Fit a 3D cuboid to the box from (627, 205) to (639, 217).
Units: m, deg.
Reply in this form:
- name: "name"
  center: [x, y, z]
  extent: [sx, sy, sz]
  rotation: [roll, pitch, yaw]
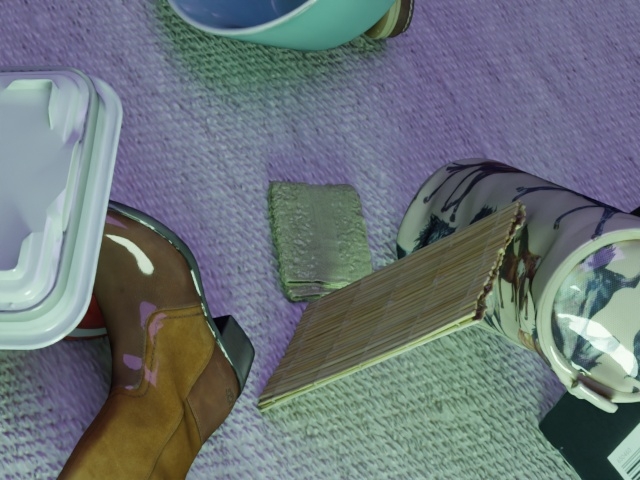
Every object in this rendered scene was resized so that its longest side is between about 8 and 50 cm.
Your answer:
- name: "box"
  center: [0.386, 0.012, 1.923]
  extent: [0.290, 0.169, 0.087]
  rotation: [-30, 68, -36]

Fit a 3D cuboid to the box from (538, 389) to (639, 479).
- name: "box"
  center: [0.481, 0.177, 1.806]
  extent: [0.395, 0.212, 0.293]
  rotation: [-24, 67, -34]

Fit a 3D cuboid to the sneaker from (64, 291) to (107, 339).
- name: "sneaker"
  center: [-0.246, 0.026, 1.657]
  extent: [0.221, 0.128, 0.087]
  rotation: [-3, 56, -25]

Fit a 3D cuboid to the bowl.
- name: "bowl"
  center: [-0.014, -0.337, 1.958]
  extent: [0.163, 0.311, 0.312]
  rotation: [31, 36, -49]

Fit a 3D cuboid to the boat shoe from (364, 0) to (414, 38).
- name: "boat shoe"
  center: [0.102, -0.372, 2.124]
  extent: [0.123, 0.123, 0.342]
  rotation: [11, 45, -15]

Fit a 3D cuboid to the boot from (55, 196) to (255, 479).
- name: "boot"
  center: [-0.191, 0.133, 1.576]
  extent: [0.264, 0.096, 0.280]
  rotation: [58, 40, -33]

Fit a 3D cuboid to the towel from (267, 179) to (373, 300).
- name: "towel"
  center: [0.000, 0.000, 1.853]
  extent: [0.110, 0.027, 0.148]
  rotation: [3, 55, -21]

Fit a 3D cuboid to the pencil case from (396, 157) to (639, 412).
- name: "pencil case"
  center: [0.210, 0.036, 1.677]
  extent: [0.160, 0.184, 0.410]
  rotation: [19, 4, -20]

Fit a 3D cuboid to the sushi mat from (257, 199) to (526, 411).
- name: "sushi mat"
  center: [0.064, 0.066, 1.650]
  extent: [0.019, 0.316, 0.151]
  rotation: [45, 48, -17]

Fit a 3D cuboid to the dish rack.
- name: "dish rack"
  center: [-0.358, -0.044, 1.577]
  extent: [0.332, 0.072, 0.286]
  rotation: [0, 62, 12]
